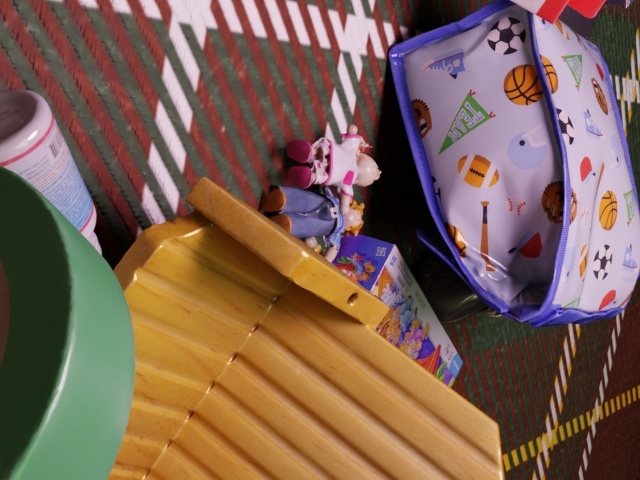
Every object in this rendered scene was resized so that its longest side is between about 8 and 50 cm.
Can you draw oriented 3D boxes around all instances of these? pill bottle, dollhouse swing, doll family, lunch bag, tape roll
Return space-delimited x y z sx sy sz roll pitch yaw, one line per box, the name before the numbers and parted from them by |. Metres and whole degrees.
pill bottle | -0.235 -0.036 0.897 0.087 0.087 0.160 -50 142 -32
dollhouse swing | -0.048 0.198 1.010 0.347 0.305 0.315 -53 150 1
doll family | 0.000 0.000 1.287 0.163 0.118 0.263 4 83 -52
lunch bag | 0.272 -0.076 1.437 0.328 0.239 0.385 4 69 -58
tape roll | -0.272 0.098 0.679 0.321 0.321 0.077 -60 145 -20

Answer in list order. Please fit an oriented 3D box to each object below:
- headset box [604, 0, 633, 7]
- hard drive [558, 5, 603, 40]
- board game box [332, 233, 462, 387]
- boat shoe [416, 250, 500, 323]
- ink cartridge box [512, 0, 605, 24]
headset box | 0.326 -0.416 1.406 0.246 0.283 0.131 -42 137 -39
hard drive | 0.399 -0.456 1.710 0.339 0.064 0.237 -64 147 -13
board game box | 0.068 0.178 1.483 0.233 0.078 0.347 -61 147 -19
boat shoe | 0.261 0.057 1.677 0.355 0.132 0.130 -30 129 -46
ink cartridge box | 0.241 -0.341 1.238 0.134 0.231 0.078 -58 -174 37
